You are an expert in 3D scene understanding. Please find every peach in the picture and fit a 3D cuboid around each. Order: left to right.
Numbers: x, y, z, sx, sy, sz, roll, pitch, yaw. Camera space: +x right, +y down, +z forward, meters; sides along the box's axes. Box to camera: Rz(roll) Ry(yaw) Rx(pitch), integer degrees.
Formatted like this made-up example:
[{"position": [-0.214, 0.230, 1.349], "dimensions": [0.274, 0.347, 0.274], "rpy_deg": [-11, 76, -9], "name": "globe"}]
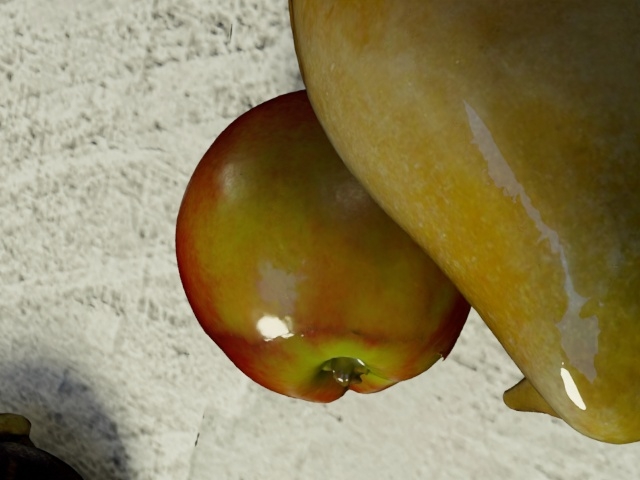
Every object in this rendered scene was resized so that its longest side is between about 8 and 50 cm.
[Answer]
[{"position": [0.000, 0.000, 1.042], "dimensions": [0.197, 0.197, 0.197], "rpy_deg": [11, 110, 31], "name": "peach"}]

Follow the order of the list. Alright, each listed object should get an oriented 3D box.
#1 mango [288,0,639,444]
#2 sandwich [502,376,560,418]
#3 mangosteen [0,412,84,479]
[{"position": [0.108, -0.070, 0.885], "dimensions": [0.199, 0.221, 0.384], "rpy_deg": [-36, 54, 23], "name": "mango"}, {"position": [0.225, 0.066, 0.959], "dimensions": [0.258, 0.094, 0.096], "rpy_deg": [9, 111, 33], "name": "sandwich"}, {"position": [-0.268, 0.225, 1.294], "dimensions": [0.230, 0.194, 0.194], "rpy_deg": [54, 130, 39], "name": "mangosteen"}]
